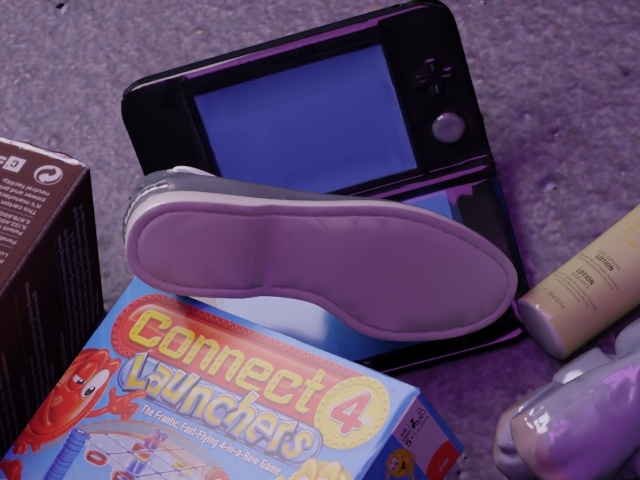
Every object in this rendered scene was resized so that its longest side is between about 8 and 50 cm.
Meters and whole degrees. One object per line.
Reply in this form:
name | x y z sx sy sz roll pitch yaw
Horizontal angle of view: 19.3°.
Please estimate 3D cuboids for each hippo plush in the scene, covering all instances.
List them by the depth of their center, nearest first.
hippo plush | 0.298 0.164 1.377 0.294 0.234 0.236 -33 87 11

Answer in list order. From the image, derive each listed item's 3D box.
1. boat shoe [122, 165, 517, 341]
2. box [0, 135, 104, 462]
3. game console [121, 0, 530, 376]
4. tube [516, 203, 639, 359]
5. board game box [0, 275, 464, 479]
boat shoe | 0.000 0.000 1.492 0.319 0.116 0.099 8 24 -15
box | -0.316 0.111 1.487 0.143 0.191 0.381 16 49 12
game console | 0.004 -0.027 1.562 0.293 0.250 0.173 -16 31 5
tube | 0.268 0.004 1.536 0.240 0.062 0.070 -34 99 -14
board game box | -0.102 0.205 1.392 0.308 0.086 0.302 19 66 39
